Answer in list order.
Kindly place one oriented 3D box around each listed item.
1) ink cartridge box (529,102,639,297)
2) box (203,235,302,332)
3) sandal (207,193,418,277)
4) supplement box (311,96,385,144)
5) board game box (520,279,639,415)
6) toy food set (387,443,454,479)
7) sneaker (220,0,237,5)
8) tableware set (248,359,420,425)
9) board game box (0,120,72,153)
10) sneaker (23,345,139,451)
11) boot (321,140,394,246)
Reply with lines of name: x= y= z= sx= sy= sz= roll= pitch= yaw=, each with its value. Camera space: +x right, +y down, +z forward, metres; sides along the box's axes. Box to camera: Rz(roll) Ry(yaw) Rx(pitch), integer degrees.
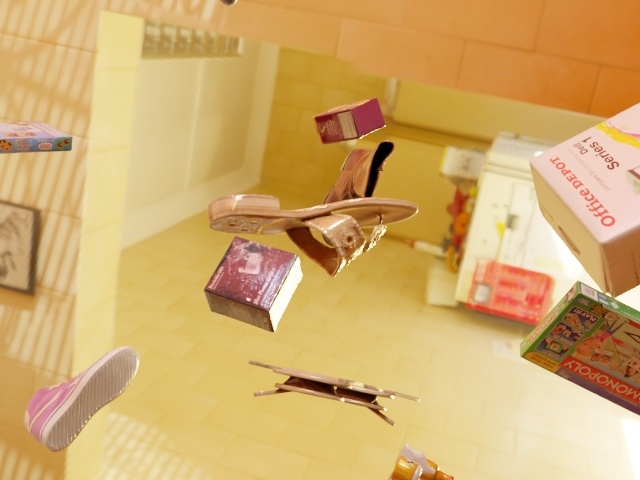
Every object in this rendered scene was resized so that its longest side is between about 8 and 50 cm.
ink cartridge box: x=0.453 y=-0.080 z=1.056 sx=0.117 sy=0.278 sz=0.201 roll=59 pitch=-175 yaw=-41
box: x=-0.144 y=0.093 z=1.715 sx=0.093 sy=0.158 sz=0.156 roll=82 pitch=-151 yaw=-54
sandal: x=-0.002 y=0.002 z=0.850 sx=0.088 sy=0.240 sz=0.079 roll=141 pitch=127 yaw=-60
supplement box: x=0.037 y=-0.162 z=1.074 sx=0.055 sy=0.083 sz=0.043 roll=-29 pitch=-72 yaw=-37
board game box: x=0.606 y=0.231 z=1.626 sx=0.213 sy=0.317 sz=0.046 roll=-61 pitch=6 yaw=37
toy food set: x=0.163 y=0.410 z=1.300 sx=0.111 sy=0.104 sz=0.232 roll=-63 pitch=-11 yaw=-11
sneaker: x=-0.239 y=-0.558 z=1.596 sx=0.211 sy=0.080 sz=0.081 roll=53 pitch=-130 yaw=-39
tableware set: x=0.014 y=0.174 z=0.878 sx=0.194 sy=0.128 sz=0.039 roll=28 pitch=-109 yaw=-56
board game box: x=-0.685 y=-0.229 z=1.746 sx=0.211 sy=0.160 sz=0.039 roll=-8 pitch=-66 yaw=-43
sneaker: x=-0.553 y=0.330 z=1.787 sx=0.282 sy=0.161 sz=0.102 roll=-45 pitch=-51 yaw=-28
boot: x=0.093 y=-0.103 z=1.889 sx=0.264 sy=0.096 sz=0.280 roll=-64 pitch=12 yaw=-2
